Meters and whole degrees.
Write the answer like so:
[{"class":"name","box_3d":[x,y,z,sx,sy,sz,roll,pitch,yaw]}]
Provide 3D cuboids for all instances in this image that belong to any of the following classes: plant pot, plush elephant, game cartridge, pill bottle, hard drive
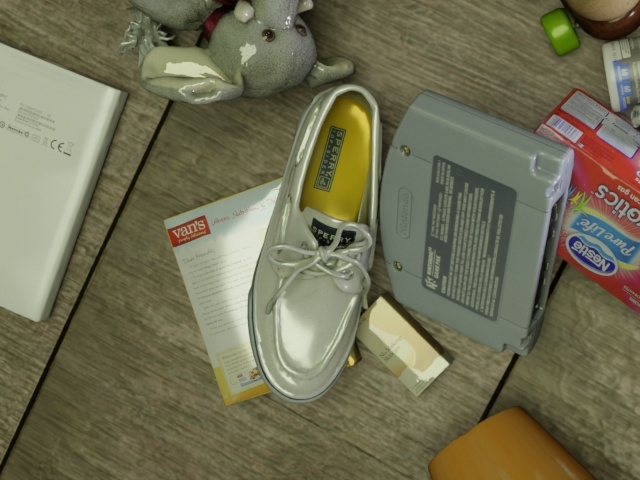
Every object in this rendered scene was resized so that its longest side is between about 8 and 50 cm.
[{"class":"plant pot","box_3d":[0.222,0.295,1.379,0.205,0.205,0.188,-38,69,13]},{"class":"plush elephant","box_3d":[-0.093,-0.272,1.381,0.255,0.272,0.330,39,131,22]},{"class":"game cartridge","box_3d":[0.158,-0.018,1.341,0.198,0.062,0.297,30,142,26]},{"class":"pill bottle","box_3d":[0.380,-0.189,1.359,0.137,0.078,0.078,-10,91,14]},{"class":"hard drive","box_3d":[-0.385,-0.078,1.570,0.203,0.040,0.307,23,99,11]}]

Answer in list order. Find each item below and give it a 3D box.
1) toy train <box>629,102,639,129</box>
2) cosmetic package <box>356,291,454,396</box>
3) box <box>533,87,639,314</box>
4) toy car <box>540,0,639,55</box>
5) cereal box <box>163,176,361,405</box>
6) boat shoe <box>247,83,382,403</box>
[{"class":"toy train","box_3d":[0.417,-0.125,1.291,0.184,0.105,0.080,5,83,-14]},{"class":"cosmetic package","box_3d":[0.095,0.121,1.466,0.115,0.041,0.060,43,102,7]},{"class":"box","box_3d":[0.328,-0.031,1.340,0.257,0.128,0.122,37,127,8]},{"class":"toy car","box_3d":[0.291,-0.289,1.317,0.155,0.188,0.149,-27,87,14]},{"class":"cereal box","box_3d":[-0.070,0.059,1.498,0.173,0.047,0.240,-18,88,12]},{"class":"boat shoe","box_3d":[0.009,0.000,1.384,0.136,0.156,0.367,14,84,-7]}]
